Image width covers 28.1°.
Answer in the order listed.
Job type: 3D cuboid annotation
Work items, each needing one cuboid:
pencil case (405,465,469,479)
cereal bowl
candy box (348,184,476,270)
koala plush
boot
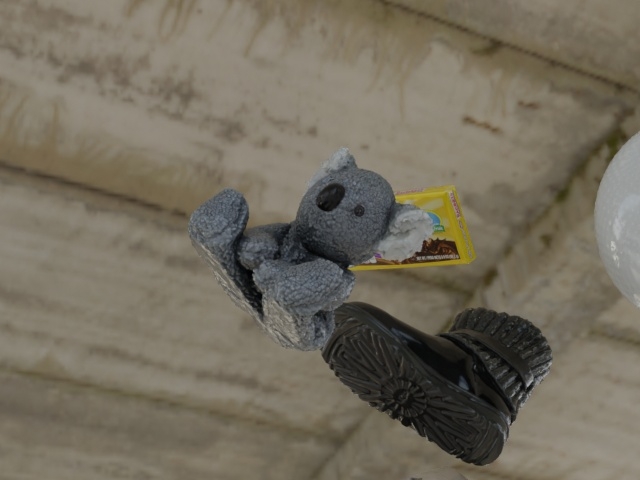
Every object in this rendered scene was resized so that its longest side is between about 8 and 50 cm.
[{"bbox_3d":[0.082,0.488,1.910,0.410,0.183,0.159,-25,-46,-20],"label":"pencil case"},{"bbox_3d":[0.551,-0.048,1.786,0.339,0.338,0.141,-11,-27,8],"label":"cereal bowl"},{"bbox_3d":[0.104,-0.014,1.703,0.206,0.027,0.105,-5,-72,41],"label":"candy box"},{"bbox_3d":[0.000,0.000,1.458,0.221,0.196,0.203,-46,-29,-15],"label":"koala plush"},{"bbox_3d":[0.176,0.164,1.957,0.348,0.260,0.131,38,-49,0],"label":"boot"}]
